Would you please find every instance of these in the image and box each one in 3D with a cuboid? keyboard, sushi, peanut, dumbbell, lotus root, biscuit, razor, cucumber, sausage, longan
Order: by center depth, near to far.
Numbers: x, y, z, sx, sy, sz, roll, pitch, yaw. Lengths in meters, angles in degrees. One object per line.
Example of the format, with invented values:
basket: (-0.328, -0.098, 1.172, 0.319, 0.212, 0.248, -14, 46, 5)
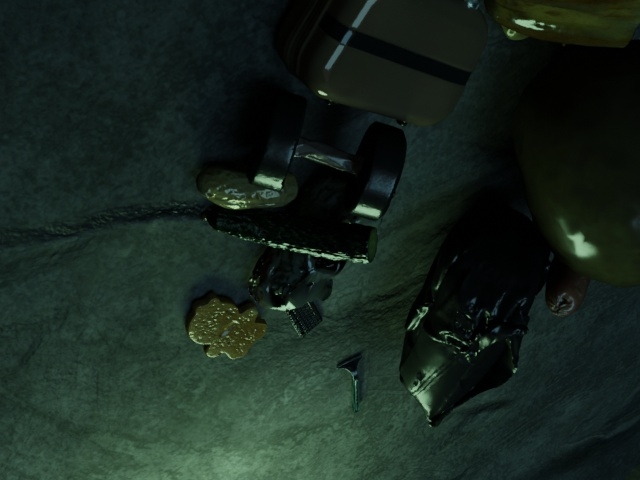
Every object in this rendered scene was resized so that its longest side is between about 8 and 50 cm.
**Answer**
lotus root: (0.362, -0.448, 1.234, 0.250, 0.316, 0.316, 2, 136, 11)
dumbbell: (0.009, -0.130, 1.287, 0.218, 0.152, 0.152, 16, 121, -10)
peanut: (-0.119, -0.091, 1.353, 0.174, 0.080, 0.080, -1, 127, -28)
cucumber: (-0.053, -0.015, 1.375, 0.293, 0.067, 0.067, 10, 134, 12)
longan: (0.541, -0.142, 1.465, 0.404, 0.404, 0.436, -10, 88, -28)
sushi: (0.000, 0.000, 1.473, 0.124, 0.130, 0.332, 14, 114, -48)
biscuit: (-0.182, 0.163, 1.572, 0.184, 0.027, 0.133, 19, 115, -42)
keyboard: (-0.047, 0.122, 1.637, 0.060, 0.018, 0.195, -35, 139, -7)
sausage: (0.517, 0.005, 1.692, 0.433, 0.088, 0.088, -60, 162, -48)
razor: (0.076, 0.338, 1.906, 0.066, 0.033, 0.190, -23, 137, -15)

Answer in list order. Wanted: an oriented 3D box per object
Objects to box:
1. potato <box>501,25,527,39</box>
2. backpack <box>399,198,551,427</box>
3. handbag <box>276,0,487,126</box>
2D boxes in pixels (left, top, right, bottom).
potato: (0.357, -0.397, 1.407, 0.138, 0.070, 0.091, -33, 140, -3)
backpack: (0.304, 0.161, 1.699, 0.363, 0.255, 0.446, -48, 166, -55)
handbag: (0.113, -0.326, 1.249, 0.301, 0.149, 0.283, 10, 119, -38)
